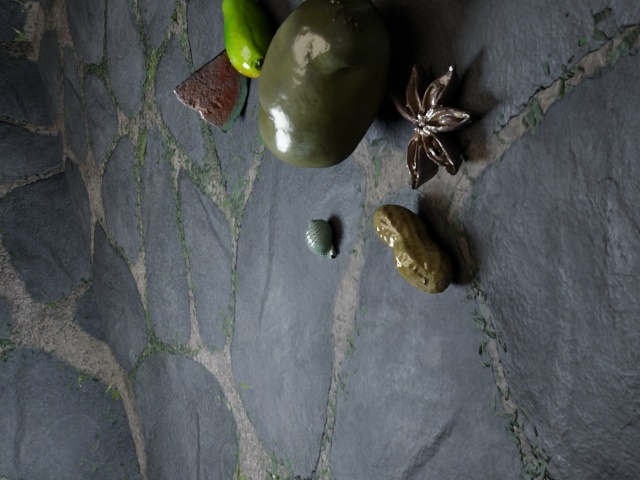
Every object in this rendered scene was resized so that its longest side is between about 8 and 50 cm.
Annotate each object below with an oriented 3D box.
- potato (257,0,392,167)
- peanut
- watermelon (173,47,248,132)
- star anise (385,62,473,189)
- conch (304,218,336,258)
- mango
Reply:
[{"bbox_3d":[0.007,-0.284,1.409,0.243,0.221,0.326,-72,-1,-58],"label":"potato"},{"bbox_3d":[0.152,0.011,1.355,0.193,0.089,0.089,57,140,36],"label":"peanut"},{"bbox_3d":[-0.234,-0.366,1.887,0.136,0.202,0.207,35,139,2],"label":"watermelon"},{"bbox_3d":[0.187,-0.193,1.295,0.172,0.063,0.208,-39,59,50],"label":"star anise"},{"bbox_3d":[-0.004,0.000,1.646,0.076,0.056,0.085,139,122,-68],"label":"conch"},{"bbox_3d":[-0.162,-0.452,1.780,0.125,0.111,0.233,-56,47,41],"label":"mango"}]
